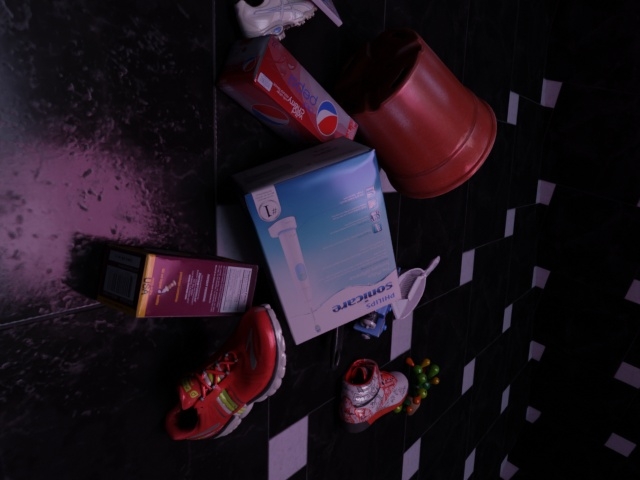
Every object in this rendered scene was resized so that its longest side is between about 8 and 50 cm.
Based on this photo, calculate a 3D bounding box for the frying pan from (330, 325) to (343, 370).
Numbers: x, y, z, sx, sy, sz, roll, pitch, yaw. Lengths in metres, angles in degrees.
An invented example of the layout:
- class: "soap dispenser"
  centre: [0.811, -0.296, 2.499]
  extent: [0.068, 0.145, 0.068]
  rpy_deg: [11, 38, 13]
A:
- class: "frying pan"
  centre: [0.059, 0.102, 1.002]
  extent: [0.197, 0.053, 0.326]
  rpy_deg: [-26, 119, -46]

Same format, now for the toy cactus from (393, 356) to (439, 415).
- class: "toy cactus"
  centre: [0.269, 0.452, 1.326]
  extent: [0.219, 0.112, 0.180]
  rpy_deg: [-39, 145, -43]

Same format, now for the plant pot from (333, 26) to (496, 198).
- class: "plant pot"
  centre: [0.181, -0.269, 0.929]
  extent: [0.265, 0.272, 0.272]
  rpy_deg: [32, 72, -41]

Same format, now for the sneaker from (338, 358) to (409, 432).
- class: "sneaker"
  centre: [0.147, 0.360, 1.137]
  extent: [0.270, 0.090, 0.145]
  rpy_deg: [-17, 113, -46]

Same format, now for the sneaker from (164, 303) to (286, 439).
- class: "sneaker"
  centre: [-0.146, 0.209, 0.653]
  extent: [0.118, 0.107, 0.279]
  rpy_deg: [8, 123, -43]

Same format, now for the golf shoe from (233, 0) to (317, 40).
- class: "golf shoe"
  centre: [-0.069, -0.383, 0.727]
  extent: [0.176, 0.069, 0.086]
  rpy_deg: [-51, 127, -34]

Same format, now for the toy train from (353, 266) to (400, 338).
- class: "toy train"
  centre: [0.135, 0.142, 1.065]
  extent: [0.105, 0.080, 0.184]
  rpy_deg: [76, 35, -61]

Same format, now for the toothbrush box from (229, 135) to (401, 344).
- class: "toothbrush box"
  centre: [0.000, 0.000, 0.773]
  extent: [0.216, 0.126, 0.295]
  rpy_deg: [-22, 118, -12]

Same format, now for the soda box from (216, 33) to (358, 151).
- class: "soda box"
  centre: [-0.046, -0.228, 0.764]
  extent: [0.263, 0.092, 0.083]
  rpy_deg: [31, 73, -50]

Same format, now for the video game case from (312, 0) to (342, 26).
- class: "video game case"
  centre: [-0.007, -0.439, 0.777]
  extent: [0.087, 0.011, 0.122]
  rpy_deg: [17, 47, -52]

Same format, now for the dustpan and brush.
- class: "dustpan and brush"
  centre: [0.272, 0.112, 1.265]
  extent: [0.211, 0.060, 0.147]
  rpy_deg: [-50, 133, -33]

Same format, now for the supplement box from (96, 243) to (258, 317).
- class: "supplement box"
  centre: [-0.194, 0.058, 0.629]
  extent: [0.188, 0.104, 0.080]
  rpy_deg: [11, 89, -53]
